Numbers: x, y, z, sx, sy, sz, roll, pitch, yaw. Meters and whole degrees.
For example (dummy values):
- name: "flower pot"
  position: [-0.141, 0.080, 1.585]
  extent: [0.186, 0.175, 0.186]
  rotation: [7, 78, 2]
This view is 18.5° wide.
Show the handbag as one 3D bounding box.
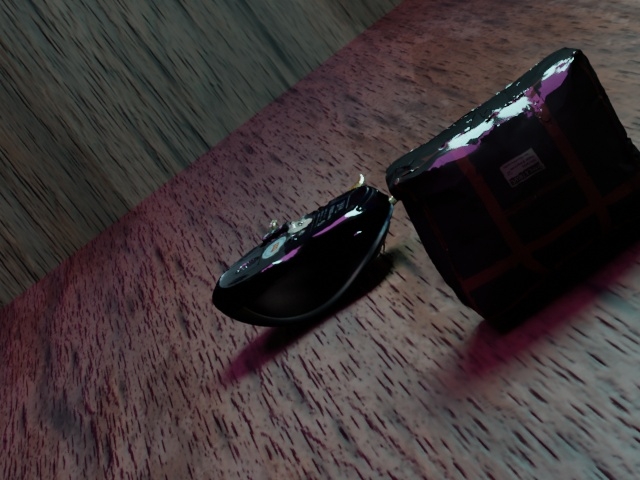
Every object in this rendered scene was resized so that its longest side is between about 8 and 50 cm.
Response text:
- name: "handbag"
  position: [0.184, -0.047, 1.762]
  extent: [0.215, 0.169, 0.155]
  rotation: [-34, 9, 4]

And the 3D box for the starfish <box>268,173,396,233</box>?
- name: "starfish"
  position: [-0.006, -0.006, 2.381]
  extent: [0.238, 0.057, 0.213]
  rotation: [-33, -13, -36]

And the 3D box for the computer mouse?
- name: "computer mouse"
  position: [-0.010, 0.030, 2.213]
  extent: [0.233, 0.096, 0.137]
  rotation: [-29, 19, 18]
